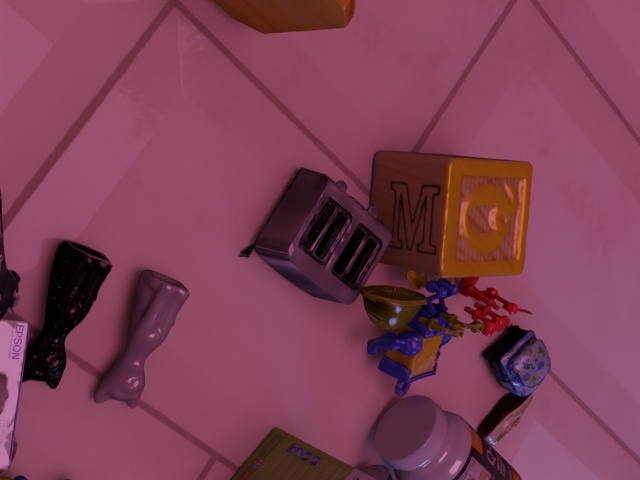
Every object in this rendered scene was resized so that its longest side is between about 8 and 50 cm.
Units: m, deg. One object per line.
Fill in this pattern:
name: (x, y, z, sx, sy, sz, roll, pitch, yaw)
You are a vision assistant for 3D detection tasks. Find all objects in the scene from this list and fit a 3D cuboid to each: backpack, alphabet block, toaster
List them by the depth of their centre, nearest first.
toaster: (0.000, 0.000, 1.632, 0.168, 0.110, 0.186, 40, 75, -31)
alphabet block: (0.213, -0.047, 1.717, 0.192, 0.197, 0.193, -2, 98, -34)
backpack: (0.380, 0.235, 1.942, 0.105, 0.084, 0.114, -39, 119, -21)

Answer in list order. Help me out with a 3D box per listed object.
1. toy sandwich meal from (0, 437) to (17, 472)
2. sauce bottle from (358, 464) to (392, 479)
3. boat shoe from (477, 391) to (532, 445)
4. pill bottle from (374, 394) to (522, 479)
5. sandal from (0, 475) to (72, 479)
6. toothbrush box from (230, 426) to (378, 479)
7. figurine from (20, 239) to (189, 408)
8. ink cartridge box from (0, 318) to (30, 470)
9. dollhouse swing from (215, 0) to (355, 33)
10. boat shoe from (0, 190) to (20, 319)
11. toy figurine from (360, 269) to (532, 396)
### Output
toy sandwich meal: (-0.456, 0.291, 1.413, 0.085, 0.029, 0.085, -6, 100, -33)
sauce bottle: (0.137, 0.553, 1.808, 0.111, 0.111, 0.344, -28, 112, -28)
boat shoe: (0.357, 0.337, 1.966, 0.135, 0.050, 0.045, -40, 121, -12)
pill bottle: (0.228, 0.402, 1.817, 0.278, 0.162, 0.162, 46, 72, -30)
sandal: (-0.375, 0.466, 1.443, 0.138, 0.126, 0.317, -15, 107, -36)
toothbrush box: (-0.029, 0.434, 1.572, 0.206, 0.283, 0.122, -49, 120, -20)
figurine: (-0.309, 0.132, 1.465, 0.215, 0.092, 0.209, 23, 92, -35)
ink cartridge box: (-0.500, 0.195, 1.346, 0.208, 0.045, 0.206, 11, 83, -32)
dollhouse swing: (-0.086, -0.482, 1.356, 0.305, 0.347, 0.315, 22, 85, -34)
boat shoe: (-0.435, 0.065, 1.319, 0.102, 0.108, 0.301, 0, 73, -38)
toy figurine: (0.177, 0.183, 1.723, 0.362, 0.191, 0.217, -7, 124, -59)
